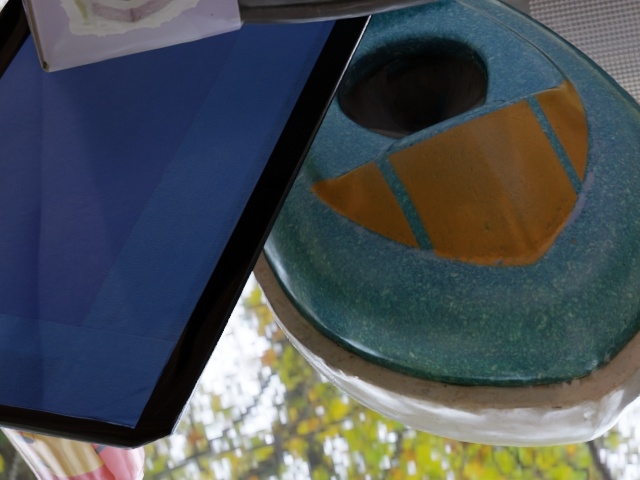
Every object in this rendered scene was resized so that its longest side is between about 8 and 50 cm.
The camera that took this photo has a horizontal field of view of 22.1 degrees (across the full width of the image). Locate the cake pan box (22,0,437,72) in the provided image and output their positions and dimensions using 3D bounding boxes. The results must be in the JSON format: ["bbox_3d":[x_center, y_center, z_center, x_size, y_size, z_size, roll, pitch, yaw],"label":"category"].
[{"bbox_3d":[-0.007,-0.163,0.626,0.245,0.070,0.267,-15,-148,-9],"label":"cake pan box"}]

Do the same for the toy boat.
[{"bbox_3d":[0.000,0.000,0.694,0.318,0.148,0.267,-25,-138,-10],"label":"toy boat"}]

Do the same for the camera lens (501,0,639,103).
[{"bbox_3d":[0.181,-0.138,1.011,0.274,0.219,0.219,-7,-136,17],"label":"camera lens"}]

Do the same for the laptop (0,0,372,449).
[{"bbox_3d":[-0.144,-0.079,0.567,0.136,0.264,0.234,-26,-150,43],"label":"laptop"}]
